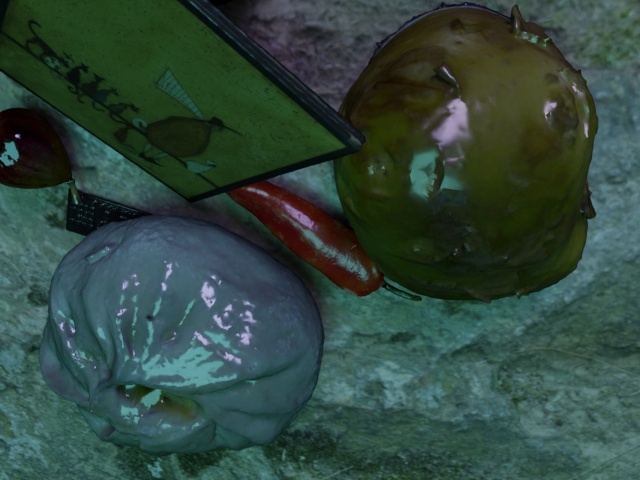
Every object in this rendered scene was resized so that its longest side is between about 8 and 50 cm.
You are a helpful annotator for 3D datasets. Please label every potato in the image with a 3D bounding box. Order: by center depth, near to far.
[{"bbox_3d":[0.129,-0.040,0.549,0.246,0.196,0.300,-16,119,22],"label":"potato"}]

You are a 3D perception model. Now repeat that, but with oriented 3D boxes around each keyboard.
[{"bbox_3d":[-0.220,-0.008,0.745,0.198,0.010,0.064,17,122,0],"label":"keyboard"}]

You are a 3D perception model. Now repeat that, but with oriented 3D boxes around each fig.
[{"bbox_3d":[-0.316,-0.090,0.683,0.089,0.089,0.125,-29,138,26],"label":"fig"}]

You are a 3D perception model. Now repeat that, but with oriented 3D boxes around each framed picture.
[{"bbox_3d":[-0.150,-0.125,0.514,0.255,0.014,0.338,36,158,-26],"label":"framed picture"}]

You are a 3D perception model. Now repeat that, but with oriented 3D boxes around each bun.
[{"bbox_3d":[-0.173,0.138,0.712,0.354,0.194,0.355,6,127,8],"label":"bun"}]

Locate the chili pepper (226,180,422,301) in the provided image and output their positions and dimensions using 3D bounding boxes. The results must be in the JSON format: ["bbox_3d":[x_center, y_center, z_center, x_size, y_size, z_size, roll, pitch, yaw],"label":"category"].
[{"bbox_3d":[0.000,0.000,0.675,0.272,0.063,0.071,34,139,-7],"label":"chili pepper"}]

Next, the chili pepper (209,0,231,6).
[{"bbox_3d":[-0.158,-0.300,0.424,0.256,0.249,0.233,19,136,11],"label":"chili pepper"}]
